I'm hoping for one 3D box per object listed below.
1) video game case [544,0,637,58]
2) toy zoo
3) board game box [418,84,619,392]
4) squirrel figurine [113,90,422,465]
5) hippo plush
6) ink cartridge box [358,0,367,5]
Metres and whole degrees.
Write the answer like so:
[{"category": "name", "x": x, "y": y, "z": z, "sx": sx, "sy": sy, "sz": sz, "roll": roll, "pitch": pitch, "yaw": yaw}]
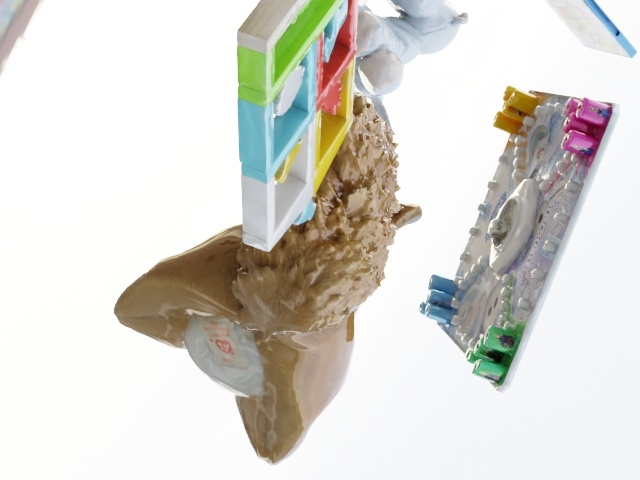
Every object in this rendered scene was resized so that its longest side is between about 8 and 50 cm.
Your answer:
[{"category": "video game case", "x": 0.356, "y": -0.318, "z": 1.691, "sx": 0.015, "sy": 0.166, "sz": 0.119, "roll": -50, "pitch": -152, "yaw": -2}, {"category": "toy zoo", "x": -0.017, "y": -0.124, "z": 1.090, "sx": 0.293, "sy": 0.030, "sz": 0.192, "roll": 92, "pitch": 23, "yaw": -50}, {"category": "board game box", "x": 0.258, "y": -0.024, "z": 1.697, "sx": 0.390, "sy": 0.050, "sz": 0.390, "roll": -124, "pitch": -125, "yaw": -78}, {"category": "squirrel figurine", "x": 0.000, "y": 0.000, "z": 1.471, "sx": 0.370, "sy": 0.281, "sz": 0.397, "roll": -48, "pitch": 177, "yaw": -41}, {"category": "hippo plush", "x": 0.151, "y": -0.363, "z": 2.172, "sx": 0.236, "sy": 0.294, "sz": 0.234, "roll": -33, "pitch": -156, "yaw": -6}, {"category": "ink cartridge box", "x": -0.030, "y": -0.380, "z": 1.198, "sx": 0.114, "sy": 0.272, "sz": 0.197, "roll": -130, "pitch": -115, "yaw": -87}]
